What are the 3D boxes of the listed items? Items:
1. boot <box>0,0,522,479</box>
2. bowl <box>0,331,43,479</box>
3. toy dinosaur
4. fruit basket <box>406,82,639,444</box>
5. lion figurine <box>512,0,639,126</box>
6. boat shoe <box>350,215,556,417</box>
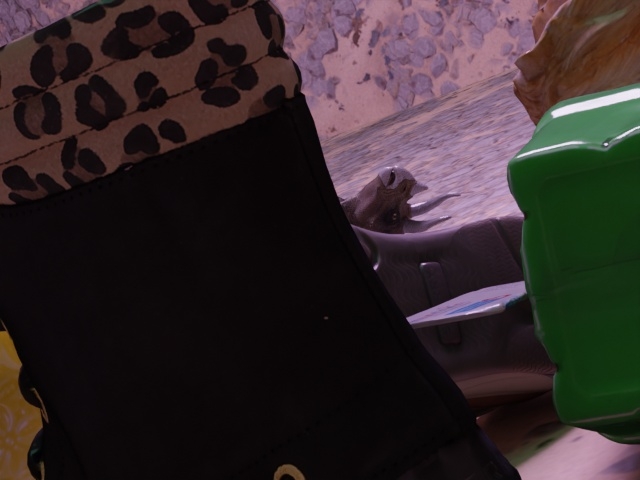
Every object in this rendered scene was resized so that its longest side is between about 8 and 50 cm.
[{"bbox_3d":[-0.099,0.063,0.654,0.377,0.284,0.138,-16,11,43],"label":"boot"},{"bbox_3d":[-0.241,0.146,0.882,0.289,0.289,0.156,-25,49,-9],"label":"bowl"},{"bbox_3d":[0.000,0.000,1.470,0.121,0.160,0.313,-65,6,-13],"label":"toy dinosaur"},{"bbox_3d":[0.243,0.003,0.701,0.327,0.165,0.353,-12,-8,28],"label":"fruit basket"},{"bbox_3d":[0.285,-0.086,0.904,0.240,0.392,0.142,-46,45,12],"label":"lion figurine"},{"bbox_3d":[0.004,0.055,0.839,0.324,0.123,0.116,5,-28,-26],"label":"boat shoe"}]
